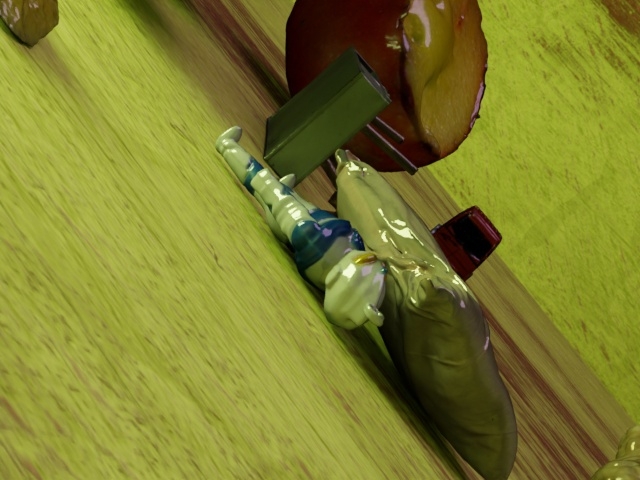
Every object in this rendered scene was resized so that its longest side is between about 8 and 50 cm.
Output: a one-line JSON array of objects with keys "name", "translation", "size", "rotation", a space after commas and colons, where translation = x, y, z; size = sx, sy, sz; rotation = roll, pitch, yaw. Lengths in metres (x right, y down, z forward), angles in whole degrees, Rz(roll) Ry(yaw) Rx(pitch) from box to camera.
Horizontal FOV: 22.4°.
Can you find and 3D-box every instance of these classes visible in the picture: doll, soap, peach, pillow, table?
[{"name": "doll", "translation": [0.000, 0.000, 1.217], "size": [0.114, 0.057, 0.227], "rotation": [48, 5, -44]}, {"name": "soap", "translation": [-0.202, -0.181, 1.011], "size": [0.168, 0.033, 0.089], "rotation": [55, 12, 30]}, {"name": "peach", "translation": [0.093, -0.222, 1.963], "size": [0.281, 0.281, 0.338], "rotation": [46, 4, -28]}, {"name": "pillow", "translation": [0.075, 0.050, 1.242], "size": [0.270, 0.067, 0.173], "rotation": [-122, -167, -61]}, {"name": "table", "translation": [0.026, -0.101, 1.592], "size": [0.111, 0.121, 0.240], "rotation": [48, 8, -10]}]

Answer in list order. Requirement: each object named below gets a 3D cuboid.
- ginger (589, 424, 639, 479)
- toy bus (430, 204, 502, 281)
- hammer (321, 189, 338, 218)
[{"name": "ginger", "translation": [0.320, 0.278, 1.424], "size": [0.354, 0.126, 0.190], "rotation": [47, 26, -46]}, {"name": "toy bus", "translation": [0.193, 0.001, 2.178], "size": [0.081, 0.089, 0.195], "rotation": [51, 7, 2]}, {"name": "hammer", "translation": [0.077, 0.028, 1.516], "size": [0.137, 0.037, 0.290], "rotation": [36, -3, 20]}]
